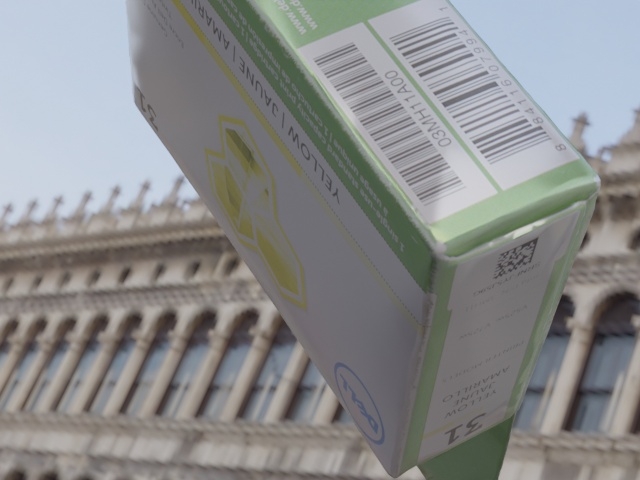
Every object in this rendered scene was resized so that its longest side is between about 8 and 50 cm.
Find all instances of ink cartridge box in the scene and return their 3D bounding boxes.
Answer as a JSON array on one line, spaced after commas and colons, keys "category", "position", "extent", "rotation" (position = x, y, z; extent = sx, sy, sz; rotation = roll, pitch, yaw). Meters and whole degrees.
[{"category": "ink cartridge box", "position": [0.000, 0.000, 0.452], "extent": [0.171, 0.056, 0.235], "rotation": [54, -23, 28]}]
